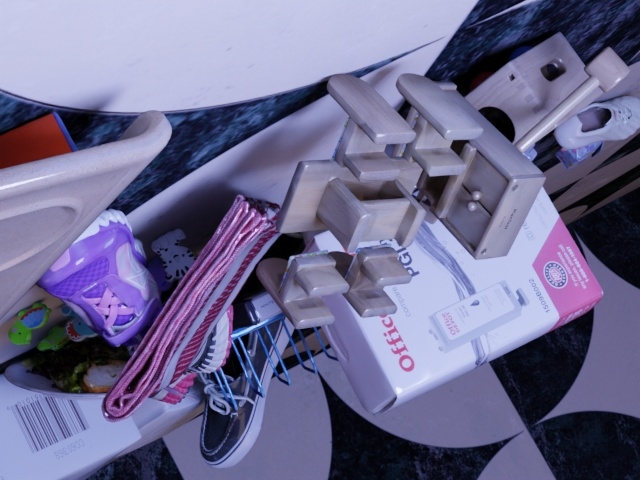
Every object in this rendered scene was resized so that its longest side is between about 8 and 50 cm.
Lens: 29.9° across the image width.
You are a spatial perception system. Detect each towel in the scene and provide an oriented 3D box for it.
[{"bbox_3d":[-0.113,0.063,1.224,0.237,0.037,0.329,-56,177,3],"label":"towel"}]

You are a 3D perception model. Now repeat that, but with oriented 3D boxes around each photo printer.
[{"bbox_3d":[-0.276,0.270,2.045,0.256,0.107,0.307,-18,166,-48],"label":"photo printer"}]

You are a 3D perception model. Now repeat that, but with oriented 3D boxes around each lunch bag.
[{"bbox_3d":[0.459,-0.166,2.078,0.083,0.053,0.071,-37,174,-11],"label":"lunch bag"}]

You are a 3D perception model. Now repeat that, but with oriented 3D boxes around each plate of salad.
[{"bbox_3d":[-0.265,0.144,1.395,0.200,0.048,0.200,1,-170,0],"label":"plate of salad"}]

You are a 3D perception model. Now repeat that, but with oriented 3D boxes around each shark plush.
[{"bbox_3d":[0.000,0.000,1.535,0.073,0.067,0.161,-29,171,0],"label":"shark plush"}]

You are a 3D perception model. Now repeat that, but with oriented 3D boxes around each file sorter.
[{"bbox_3d":[-0.069,0.149,1.649,0.170,0.104,0.118,-24,-176,-11],"label":"file sorter"}]

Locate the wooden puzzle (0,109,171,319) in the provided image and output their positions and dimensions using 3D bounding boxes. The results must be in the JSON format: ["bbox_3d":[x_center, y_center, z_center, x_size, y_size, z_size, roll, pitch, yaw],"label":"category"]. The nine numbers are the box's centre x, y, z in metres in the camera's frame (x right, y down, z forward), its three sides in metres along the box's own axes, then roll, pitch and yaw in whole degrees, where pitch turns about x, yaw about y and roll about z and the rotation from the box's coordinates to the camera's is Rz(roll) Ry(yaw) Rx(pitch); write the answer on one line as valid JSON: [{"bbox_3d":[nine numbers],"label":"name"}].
[{"bbox_3d":[-0.300,0.026,0.768,0.348,0.080,0.322,-27,172,-45],"label":"wooden puzzle"}]

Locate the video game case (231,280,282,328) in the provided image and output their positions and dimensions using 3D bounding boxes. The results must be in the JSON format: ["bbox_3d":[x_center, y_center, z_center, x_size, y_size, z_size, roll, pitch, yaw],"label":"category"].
[{"bbox_3d":[-0.044,0.062,1.663,0.248,0.035,0.275,-25,-176,-26],"label":"video game case"}]

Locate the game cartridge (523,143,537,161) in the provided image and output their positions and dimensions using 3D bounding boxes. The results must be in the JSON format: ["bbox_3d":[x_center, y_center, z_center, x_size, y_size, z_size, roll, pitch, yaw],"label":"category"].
[{"bbox_3d":[0.211,-0.023,1.827,0.294,0.060,0.196,-48,169,-11],"label":"game cartridge"}]

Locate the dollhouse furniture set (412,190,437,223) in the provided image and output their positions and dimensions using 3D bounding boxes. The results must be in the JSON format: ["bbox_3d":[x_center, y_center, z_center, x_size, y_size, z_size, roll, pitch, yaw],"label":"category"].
[{"bbox_3d":[0.092,-0.084,1.279,0.081,0.114,0.091,-62,180,13],"label":"dollhouse furniture set"}]

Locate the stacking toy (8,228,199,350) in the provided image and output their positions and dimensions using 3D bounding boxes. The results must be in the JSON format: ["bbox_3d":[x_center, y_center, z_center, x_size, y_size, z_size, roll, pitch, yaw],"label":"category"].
[{"bbox_3d":[-0.218,0.068,1.295,0.221,0.052,0.167,-28,171,-4],"label":"stacking toy"}]

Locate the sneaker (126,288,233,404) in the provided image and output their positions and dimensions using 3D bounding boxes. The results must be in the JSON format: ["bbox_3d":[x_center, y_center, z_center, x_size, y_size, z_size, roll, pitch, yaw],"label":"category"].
[{"bbox_3d":[-0.194,0.127,1.523,0.112,0.120,0.299,10,143,-25],"label":"sneaker"}]

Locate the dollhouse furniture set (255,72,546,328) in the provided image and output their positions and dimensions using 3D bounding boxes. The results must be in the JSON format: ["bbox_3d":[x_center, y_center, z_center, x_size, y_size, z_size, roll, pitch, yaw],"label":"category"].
[{"bbox_3d":[0.060,-0.061,1.123,0.242,0.161,0.212,-6,132,-36],"label":"dollhouse furniture set"}]

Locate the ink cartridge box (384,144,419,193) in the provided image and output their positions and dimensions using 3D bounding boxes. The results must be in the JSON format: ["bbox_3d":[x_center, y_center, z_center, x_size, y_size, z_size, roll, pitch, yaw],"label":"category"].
[{"bbox_3d":[0.132,-0.096,1.413,0.198,0.067,0.115,-29,170,0],"label":"ink cartridge box"}]

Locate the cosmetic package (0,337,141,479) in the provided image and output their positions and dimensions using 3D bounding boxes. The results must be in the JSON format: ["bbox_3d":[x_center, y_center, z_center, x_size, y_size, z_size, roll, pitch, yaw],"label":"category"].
[{"bbox_3d":[-0.424,0.291,1.577,0.217,0.156,0.385,-20,169,-42],"label":"cosmetic package"}]

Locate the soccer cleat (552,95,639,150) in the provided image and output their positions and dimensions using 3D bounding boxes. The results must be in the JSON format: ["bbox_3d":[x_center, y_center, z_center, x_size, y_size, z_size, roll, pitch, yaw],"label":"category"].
[{"bbox_3d":[0.453,-0.191,1.891,0.196,0.068,0.076,-20,165,-30],"label":"soccer cleat"}]

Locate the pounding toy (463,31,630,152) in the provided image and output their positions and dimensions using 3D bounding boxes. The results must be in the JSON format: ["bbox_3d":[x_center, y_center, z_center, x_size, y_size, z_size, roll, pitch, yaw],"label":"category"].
[{"bbox_3d":[0.213,-0.152,1.222,0.206,0.094,0.181,-38,177,42],"label":"pounding toy"}]

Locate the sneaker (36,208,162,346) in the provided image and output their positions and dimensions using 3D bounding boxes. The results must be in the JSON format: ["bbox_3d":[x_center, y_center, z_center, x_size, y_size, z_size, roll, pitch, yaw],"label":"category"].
[{"bbox_3d":[-0.192,0.044,1.083,0.095,0.104,0.236,-28,170,-1],"label":"sneaker"}]

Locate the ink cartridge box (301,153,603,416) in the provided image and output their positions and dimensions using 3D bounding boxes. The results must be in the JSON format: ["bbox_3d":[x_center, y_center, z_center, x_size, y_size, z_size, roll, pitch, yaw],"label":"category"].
[{"bbox_3d":[0.144,0.048,1.374,0.283,0.207,0.117,-24,168,-19],"label":"ink cartridge box"}]

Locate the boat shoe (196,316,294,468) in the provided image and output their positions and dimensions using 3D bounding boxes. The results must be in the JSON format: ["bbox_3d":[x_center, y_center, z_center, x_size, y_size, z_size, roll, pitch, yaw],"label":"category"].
[{"bbox_3d":[-0.136,0.216,1.852,0.105,0.113,0.306,7,115,-48],"label":"boat shoe"}]
